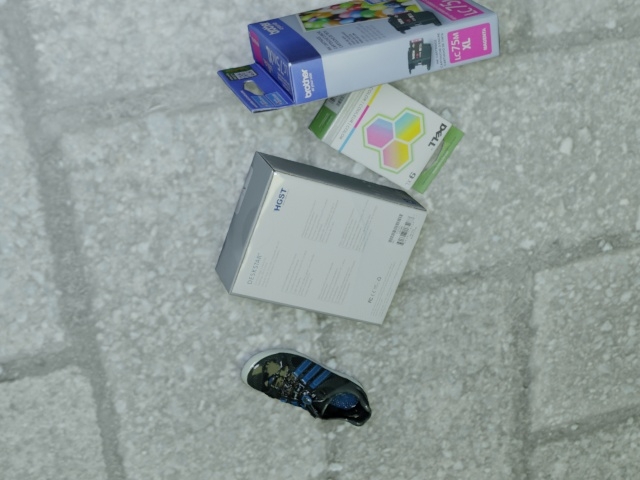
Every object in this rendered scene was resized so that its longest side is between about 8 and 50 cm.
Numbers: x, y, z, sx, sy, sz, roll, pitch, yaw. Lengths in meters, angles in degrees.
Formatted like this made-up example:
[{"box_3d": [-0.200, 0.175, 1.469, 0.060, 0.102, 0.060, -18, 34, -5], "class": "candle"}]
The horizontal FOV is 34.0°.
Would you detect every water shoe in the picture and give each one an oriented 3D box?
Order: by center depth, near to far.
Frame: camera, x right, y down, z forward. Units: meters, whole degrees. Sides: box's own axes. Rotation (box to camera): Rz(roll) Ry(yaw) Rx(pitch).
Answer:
[{"box_3d": [-0.014, 0.212, 1.503, 0.203, 0.080, 0.073, 17, 105, -25], "class": "water shoe"}]

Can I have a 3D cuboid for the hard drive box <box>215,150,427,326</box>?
[{"box_3d": [0.000, 0.000, 1.413, 0.232, 0.089, 0.181, 14, 107, -24], "class": "hard drive box"}]

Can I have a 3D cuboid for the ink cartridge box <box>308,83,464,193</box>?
[{"box_3d": [0.101, -0.140, 1.402, 0.209, 0.062, 0.109, 28, 100, -27], "class": "ink cartridge box"}]

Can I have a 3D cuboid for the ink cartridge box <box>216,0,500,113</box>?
[{"box_3d": [0.038, -0.238, 1.268, 0.311, 0.186, 0.065, -18, 119, -11], "class": "ink cartridge box"}]
